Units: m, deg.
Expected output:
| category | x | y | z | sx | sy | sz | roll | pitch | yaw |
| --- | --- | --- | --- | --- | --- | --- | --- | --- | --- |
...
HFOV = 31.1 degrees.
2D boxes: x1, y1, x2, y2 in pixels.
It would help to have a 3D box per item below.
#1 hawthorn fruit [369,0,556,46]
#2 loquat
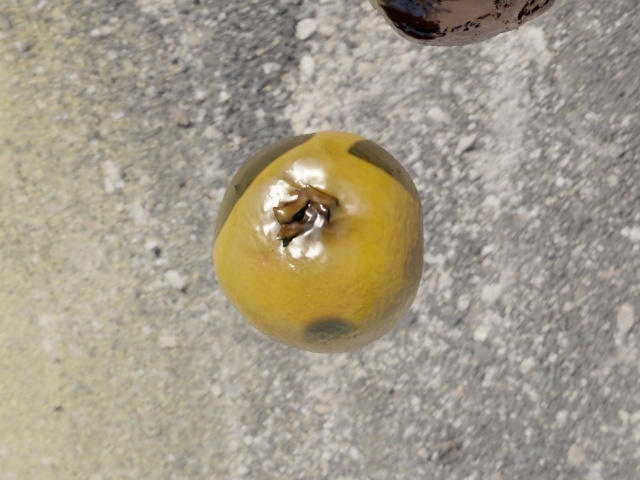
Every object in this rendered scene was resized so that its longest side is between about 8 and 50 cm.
| category | x | y | z | sx | sy | sz | roll | pitch | yaw |
| --- | --- | --- | --- | --- | --- | --- | --- | --- | --- |
| hawthorn fruit | 0.096 | -0.220 | 0.849 | 0.181 | 0.235 | 0.181 | 12 | 118 | 24 |
| loquat | 0.000 | 0.000 | 1.071 | 0.208 | 0.208 | 0.208 | 11 | 116 | 24 |
